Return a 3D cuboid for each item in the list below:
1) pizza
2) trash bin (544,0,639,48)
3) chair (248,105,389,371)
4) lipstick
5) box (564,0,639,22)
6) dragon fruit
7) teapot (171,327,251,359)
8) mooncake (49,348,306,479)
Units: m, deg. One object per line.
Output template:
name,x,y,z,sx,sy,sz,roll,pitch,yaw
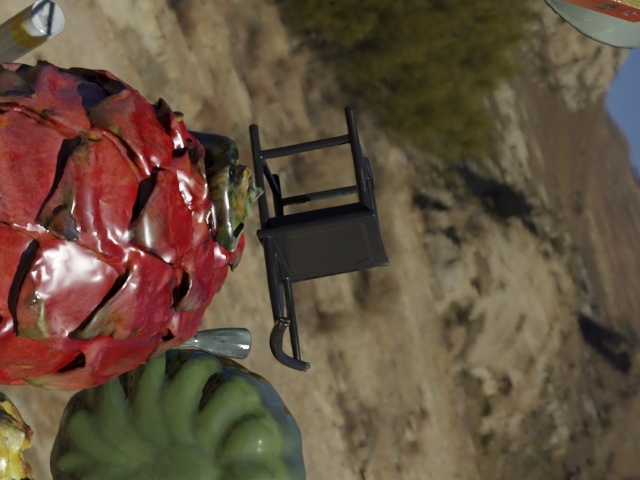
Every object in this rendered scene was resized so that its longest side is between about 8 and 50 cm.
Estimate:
pizza,-0.348,0.231,1.377,0.223,0.089,0.323,68,-11,-26
trash bin,0.451,-0.450,1.529,0.432,0.280,0.280,-46,-129,49
chair,0.000,0.000,1.473,0.154,0.141,0.260,67,14,-64
lipstick,-0.478,-0.293,1.940,0.059,0.264,0.059,15,67,-41
box,0.324,-0.282,1.486,0.090,0.133,0.023,-150,-106,-77
dragon fruit,-0.195,-0.015,0.914,0.244,0.298,0.245,-5,-95,63
teapot,-0.147,0.131,1.680,0.043,0.110,0.043,-23,-116,61
mooncake,-0.201,0.309,1.809,0.187,0.351,0.351,34,38,-71
